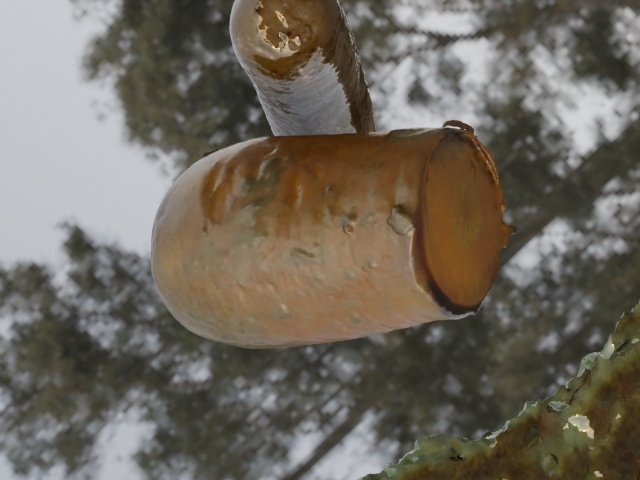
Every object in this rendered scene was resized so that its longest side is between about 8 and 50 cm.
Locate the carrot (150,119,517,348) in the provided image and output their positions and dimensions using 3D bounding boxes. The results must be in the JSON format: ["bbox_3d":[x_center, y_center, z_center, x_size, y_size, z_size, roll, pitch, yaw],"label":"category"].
[{"bbox_3d":[0.000,0.000,1.643,0.224,0.341,0.224,9,-101,-58],"label":"carrot"}]

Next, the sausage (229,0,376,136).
[{"bbox_3d":[-0.007,-0.162,1.830,0.501,0.123,0.136,69,-166,-67],"label":"sausage"}]

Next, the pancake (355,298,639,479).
[{"bbox_3d":[0.093,0.207,0.802,0.305,0.427,0.067,67,165,-18],"label":"pancake"}]
